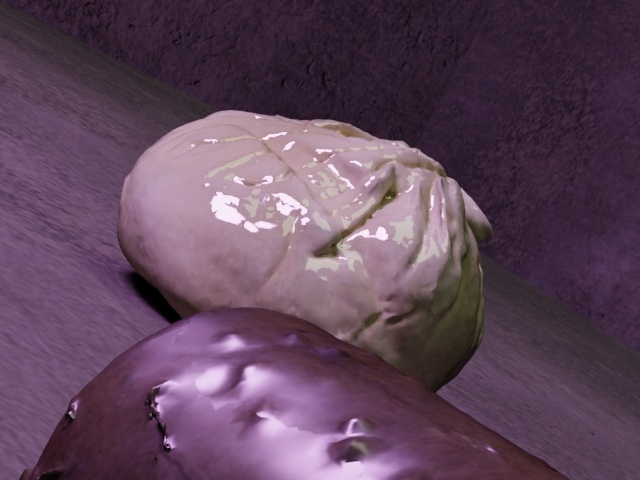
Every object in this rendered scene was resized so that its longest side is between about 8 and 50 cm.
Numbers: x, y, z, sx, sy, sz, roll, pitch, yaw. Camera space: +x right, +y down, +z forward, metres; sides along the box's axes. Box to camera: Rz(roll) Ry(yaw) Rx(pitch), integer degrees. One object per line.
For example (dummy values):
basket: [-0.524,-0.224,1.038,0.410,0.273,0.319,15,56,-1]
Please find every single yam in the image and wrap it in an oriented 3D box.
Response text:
yam: [0.038,0.106,0.355,0.131,0.131,0.279,24,6,-37]

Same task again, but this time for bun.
bun: [0.000,0.000,1.094,0.229,0.145,0.229,31,6,-4]
